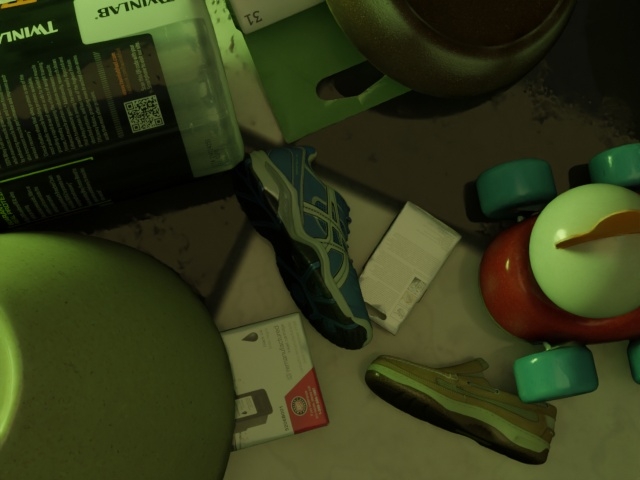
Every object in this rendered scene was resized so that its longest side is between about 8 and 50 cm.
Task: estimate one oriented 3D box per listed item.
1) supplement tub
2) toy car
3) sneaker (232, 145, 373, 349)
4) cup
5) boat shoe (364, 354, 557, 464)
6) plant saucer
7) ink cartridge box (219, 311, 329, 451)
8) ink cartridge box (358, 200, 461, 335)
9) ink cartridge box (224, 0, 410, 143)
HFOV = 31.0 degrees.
[{"bbox_3d":[-0.239,-0.116,1.010,0.316,0.193,0.193,-15,87,-4],"label":"supplement tub"},{"bbox_3d":[0.253,0.012,0.987,0.210,0.238,0.219,-8,78,-3],"label":"toy car"},{"bbox_3d":[0.000,0.000,1.061,0.081,0.080,0.211,-22,78,-26],"label":"sneaker"},{"bbox_3d":[-0.259,0.129,0.926,0.331,0.237,0.331,-3,75,12],"label":"cup"},{"bbox_3d":[0.134,0.142,1.080,0.190,0.068,0.072,26,72,-12],"label":"boat shoe"},{"bbox_3d":[0.134,-0.285,1.044,0.311,0.050,0.310,-3,96,-29],"label":"plant saucer"},{"bbox_3d":[-0.078,0.137,1.065,0.151,0.063,0.109,-15,87,-4],"label":"ink cartridge box"},{"bbox_3d":[0.076,0.027,1.097,0.063,0.029,0.115,34,86,0],"label":"ink cartridge box"},{"bbox_3d":[0.002,-0.224,1.064,0.171,0.056,0.235,-24,105,-4],"label":"ink cartridge box"}]
